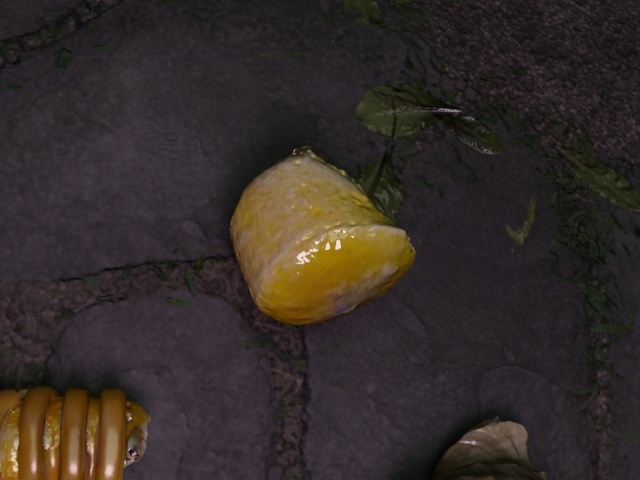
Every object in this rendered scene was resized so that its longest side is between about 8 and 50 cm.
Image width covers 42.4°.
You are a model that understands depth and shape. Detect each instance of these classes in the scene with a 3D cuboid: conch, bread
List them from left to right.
[{"bbox_3d":[-0.258,0.201,0.809,0.177,0.084,0.119,4,65,-14],"label":"bread"},{"bbox_3d":[-0.002,0.004,0.940,0.197,0.197,0.170,-17,67,-26],"label":"bread"},{"bbox_3d":[0.192,0.335,0.867,0.263,0.186,0.324,46,59,-17],"label":"conch"}]
